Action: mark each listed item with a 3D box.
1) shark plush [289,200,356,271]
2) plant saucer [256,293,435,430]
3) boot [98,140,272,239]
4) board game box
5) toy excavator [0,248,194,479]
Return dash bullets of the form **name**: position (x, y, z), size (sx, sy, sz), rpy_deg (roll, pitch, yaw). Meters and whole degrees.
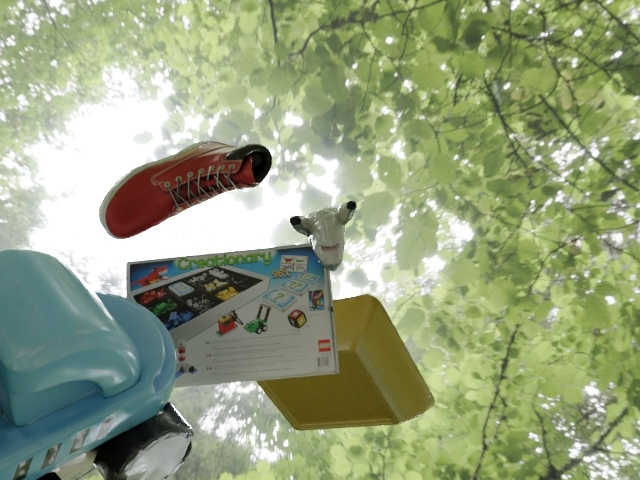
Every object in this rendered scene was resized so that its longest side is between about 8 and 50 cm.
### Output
- **shark plush**: position (0.000, 0.000, 0.717), size (0.073, 0.161, 0.067), rpy_deg (-16, -89, -11)
- **plant saucer**: position (0.010, 0.263, 1.195), size (0.333, 0.332, 0.081), rpy_deg (-12, -142, 26)
- **boot**: position (-0.191, -0.077, 0.911), size (0.244, 0.176, 0.088), rpy_deg (-40, -57, -33)
- **board game box**: position (-0.131, 0.113, 0.923), size (0.306, 0.053, 0.192), rpy_deg (-5, -101, 4)
- **toy excavator**: position (-0.328, 0.097, 0.558), size (0.433, 0.445, 0.222), rpy_deg (-22, -132, -40)
